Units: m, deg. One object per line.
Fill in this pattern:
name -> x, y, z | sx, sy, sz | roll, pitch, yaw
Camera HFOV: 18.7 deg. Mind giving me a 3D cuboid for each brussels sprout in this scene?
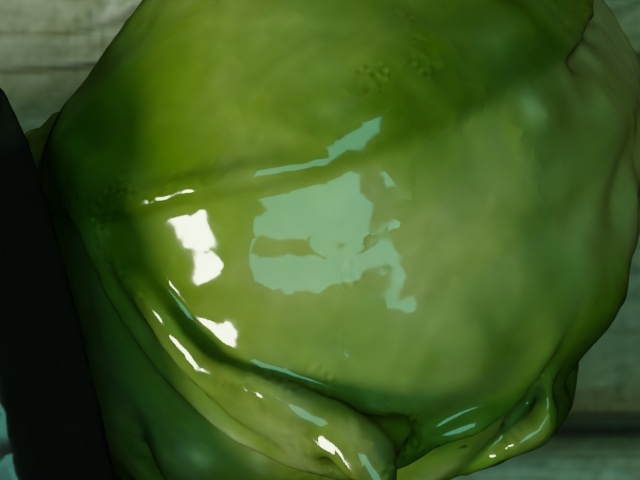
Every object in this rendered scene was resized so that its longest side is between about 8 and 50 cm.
brussels sprout -> -0.002, -0.001, 0.746 | 0.294, 0.259, 0.227 | -44, 102, -19

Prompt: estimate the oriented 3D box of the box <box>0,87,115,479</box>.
box -> -0.210, 0.128, 0.725 | 0.359, 0.091, 0.350 | -9, 95, 38
